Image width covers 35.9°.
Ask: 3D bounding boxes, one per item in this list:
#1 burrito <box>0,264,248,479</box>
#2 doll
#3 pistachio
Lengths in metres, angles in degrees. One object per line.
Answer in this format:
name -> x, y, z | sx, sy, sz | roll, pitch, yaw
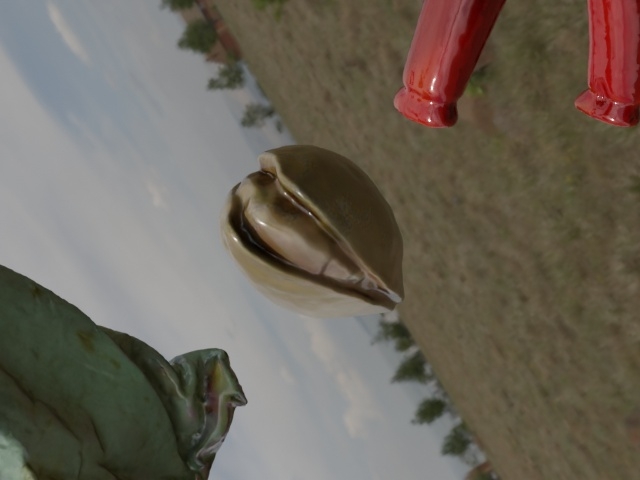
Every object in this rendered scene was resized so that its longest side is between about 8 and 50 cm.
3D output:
burrito -> -0.160, 0.106, 0.611 | 0.229, 0.089, 0.144 | 26, -121, -28
doll -> 0.135, -0.241, 0.487 | 0.099, 0.188, 0.384 | -130, 45, -54
pistachio -> 0.000, 0.000, 1.001 | 0.181, 0.162, 0.293 | 45, 180, 25
